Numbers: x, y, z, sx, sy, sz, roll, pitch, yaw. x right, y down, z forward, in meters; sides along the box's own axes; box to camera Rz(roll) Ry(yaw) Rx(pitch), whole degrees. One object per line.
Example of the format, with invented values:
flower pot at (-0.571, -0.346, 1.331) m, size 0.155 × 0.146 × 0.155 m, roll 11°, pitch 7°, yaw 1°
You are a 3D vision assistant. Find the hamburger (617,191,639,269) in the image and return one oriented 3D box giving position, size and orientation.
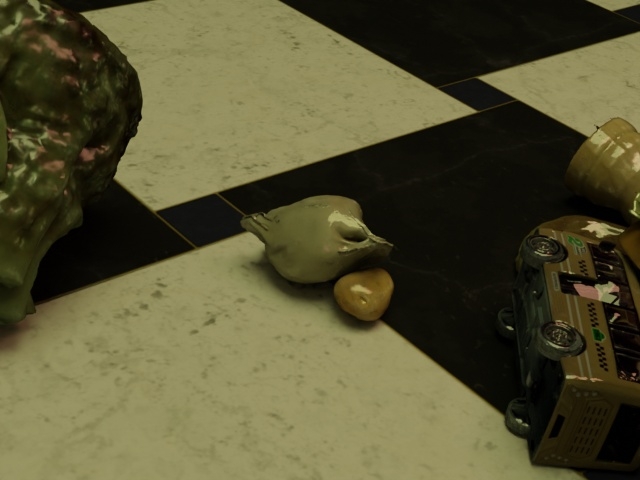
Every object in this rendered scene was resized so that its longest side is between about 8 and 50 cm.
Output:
hamburger at (0.510, -0.003, 1.282) m, size 0.274 × 0.212 × 0.274 m, roll 36°, pitch 19°, yaw -14°

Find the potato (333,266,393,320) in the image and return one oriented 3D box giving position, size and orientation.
potato at (0.055, 0.063, 1.325) m, size 0.068 × 0.062 × 0.083 m, roll 42°, pitch 58°, yaw 3°

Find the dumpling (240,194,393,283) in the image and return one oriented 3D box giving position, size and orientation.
dumpling at (0.000, 0.000, 1.367) m, size 0.199 × 0.118 × 0.136 m, roll 13°, pitch -5°, yaw 18°

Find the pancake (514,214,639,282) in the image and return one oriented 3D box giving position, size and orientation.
pancake at (0.377, 0.027, 1.459) m, size 0.242 × 0.050 × 0.242 m, roll 6°, pitch 32°, yaw -4°

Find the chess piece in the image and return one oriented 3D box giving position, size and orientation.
chess piece at (0.506, -0.048, 1.557) m, size 0.137 × 0.137 × 0.301 m, roll -24°, pitch 53°, yaw -40°

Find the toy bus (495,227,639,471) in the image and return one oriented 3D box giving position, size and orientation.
toy bus at (0.295, 0.115, 1.225) m, size 0.157 × 0.139 × 0.289 m, roll 11°, pitch 34°, yaw -3°

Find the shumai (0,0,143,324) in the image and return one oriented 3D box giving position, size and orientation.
shumai at (-0.392, -0.066, 1.245) m, size 0.395 × 0.395 × 0.348 m, roll 3°, pitch 58°, yaw -8°
